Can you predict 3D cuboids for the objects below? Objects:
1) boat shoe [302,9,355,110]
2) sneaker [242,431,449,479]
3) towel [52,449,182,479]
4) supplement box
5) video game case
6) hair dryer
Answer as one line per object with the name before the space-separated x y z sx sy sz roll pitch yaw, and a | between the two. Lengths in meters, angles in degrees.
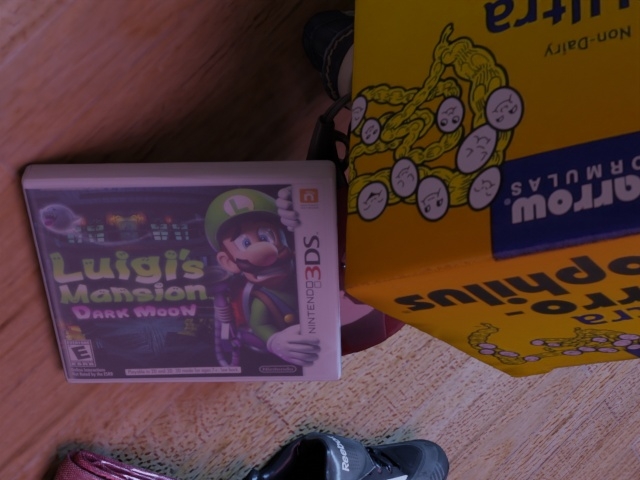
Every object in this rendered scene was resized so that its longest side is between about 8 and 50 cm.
boat shoe | 0.091 -0.103 0.870 0.254 0.079 0.095 9 116 -41
sneaker | 0.021 0.207 1.043 0.234 0.078 0.106 -14 131 -30
towel | -0.168 0.329 0.957 0.237 0.037 0.329 24 105 -29
supplement box | 0.148 -0.125 0.675 0.195 0.194 0.357 28 58 -48
video game case | -0.083 0.025 0.783 0.190 0.022 0.173 -1 128 2
hair dryer | 0.000 0.000 0.843 0.293 0.080 0.223 -40 135 16
